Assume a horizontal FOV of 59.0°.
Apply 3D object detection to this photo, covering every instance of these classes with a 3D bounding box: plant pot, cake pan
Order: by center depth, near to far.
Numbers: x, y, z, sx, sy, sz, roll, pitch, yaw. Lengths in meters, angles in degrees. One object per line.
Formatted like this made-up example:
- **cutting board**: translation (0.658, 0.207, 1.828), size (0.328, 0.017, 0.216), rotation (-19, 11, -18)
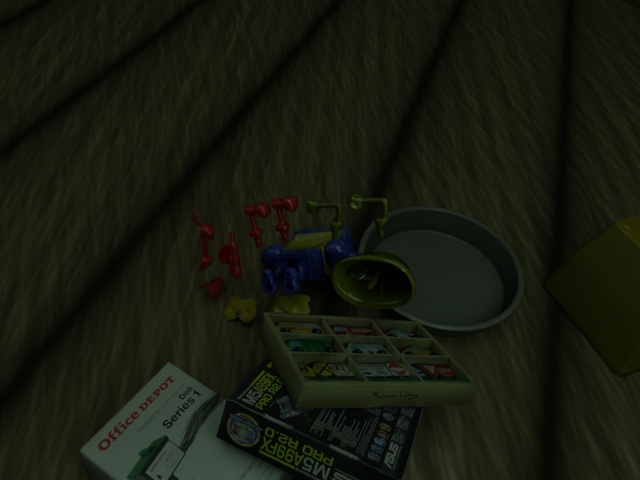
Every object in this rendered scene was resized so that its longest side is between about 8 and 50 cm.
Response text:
- **plant pot**: translation (0.553, 0.067, 0.954), size (0.212, 0.187, 0.212), rotation (-12, 48, -18)
- **cake pan**: translation (0.210, 0.055, 1.013), size (0.293, 0.054, 0.293), rotation (4, 45, -4)

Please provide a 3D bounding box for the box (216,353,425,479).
- **box**: translation (0.024, 0.211, 0.749), size (0.216, 0.060, 0.270), rotation (20, 19, 13)

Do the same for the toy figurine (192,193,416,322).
- **toy figurine**: translation (0.000, 0.000, 0.927), size (0.362, 0.191, 0.217), rotation (-6, 15, 28)

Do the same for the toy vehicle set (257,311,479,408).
- **toy vehicle set**: translation (0.063, 0.161, 0.772), size (0.266, 0.035, 0.166), rotation (7, 21, -27)

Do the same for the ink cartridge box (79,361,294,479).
- **ink cartridge box**: translation (-0.162, 0.281, 0.710), size (0.219, 0.093, 0.160), rotation (27, 48, 18)
